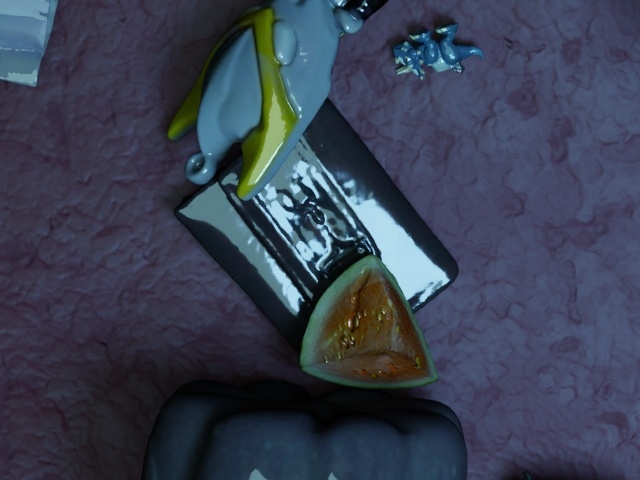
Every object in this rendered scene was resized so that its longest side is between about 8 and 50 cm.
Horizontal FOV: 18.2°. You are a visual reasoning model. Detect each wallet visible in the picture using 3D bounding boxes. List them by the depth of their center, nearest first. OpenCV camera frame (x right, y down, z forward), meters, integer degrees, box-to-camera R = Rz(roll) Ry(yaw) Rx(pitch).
[{"bbox_3d":[0.000,0.000,1.886,0.182,0.049,0.229,-39,99,3],"label":"wallet"}]

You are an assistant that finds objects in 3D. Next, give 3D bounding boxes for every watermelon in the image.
[{"bbox_3d":[0.061,0.093,1.840,0.135,0.094,0.125,32,86,-17],"label":"watermelon"}]

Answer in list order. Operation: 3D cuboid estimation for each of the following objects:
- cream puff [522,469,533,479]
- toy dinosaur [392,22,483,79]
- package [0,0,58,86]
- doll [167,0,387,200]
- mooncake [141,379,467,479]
[{"bbox_3d":[0.244,0.296,1.900,0.156,0.121,0.156,-1,103,-5],"label":"cream puff"},{"bbox_3d":[0.109,-0.175,1.864,0.083,0.030,0.047,-14,100,3],"label":"toy dinosaur"},{"bbox_3d":[-0.336,-0.281,1.834,0.204,0.062,0.251,11,86,-2],"label":"package"},{"bbox_3d":[-0.020,-0.177,1.811,0.145,0.103,0.316,40,90,23],"label":"doll"},{"bbox_3d":[-0.015,0.215,1.809,0.306,0.306,0.154,6,94,-1],"label":"mooncake"}]
